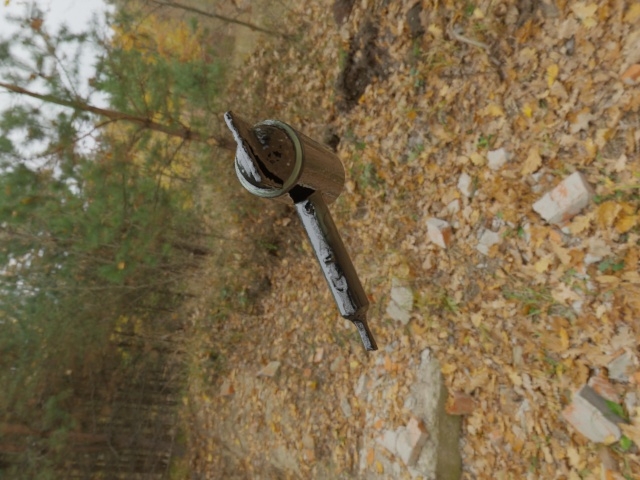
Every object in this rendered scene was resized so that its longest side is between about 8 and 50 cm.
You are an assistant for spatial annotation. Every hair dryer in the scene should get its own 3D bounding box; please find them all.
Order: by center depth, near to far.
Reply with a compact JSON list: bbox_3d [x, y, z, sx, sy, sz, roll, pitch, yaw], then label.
[{"bbox_3d":[0.000,0.000,0.464,0.249,0.077,0.195,65,-164,8],"label":"hair dryer"}]
